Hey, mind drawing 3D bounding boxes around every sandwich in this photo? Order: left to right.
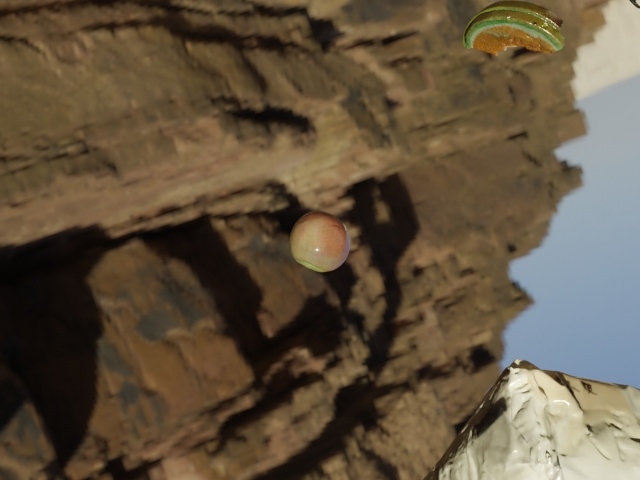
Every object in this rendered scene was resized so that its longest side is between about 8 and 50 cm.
[{"bbox_3d":[0.215,-0.242,1.472,0.135,0.067,0.029,-3,-137,41],"label":"sandwich"}]

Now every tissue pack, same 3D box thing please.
[{"bbox_3d":[0.285,0.309,1.441,0.376,0.195,0.390,14,128,-31],"label":"tissue pack"}]

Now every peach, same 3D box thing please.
[{"bbox_3d":[0.000,0.001,1.672,0.083,0.083,0.083,-19,-178,1],"label":"peach"}]

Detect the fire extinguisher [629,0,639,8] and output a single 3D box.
[{"bbox_3d":[0.316,-0.283,1.332,0.025,0.083,0.038,-27,-152,-9],"label":"fire extinguisher"}]
